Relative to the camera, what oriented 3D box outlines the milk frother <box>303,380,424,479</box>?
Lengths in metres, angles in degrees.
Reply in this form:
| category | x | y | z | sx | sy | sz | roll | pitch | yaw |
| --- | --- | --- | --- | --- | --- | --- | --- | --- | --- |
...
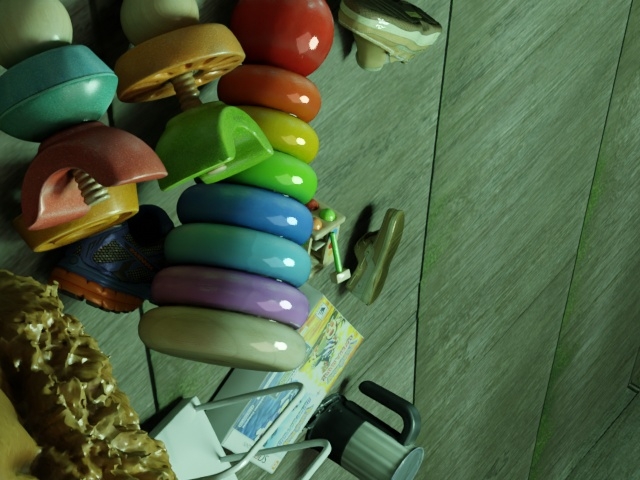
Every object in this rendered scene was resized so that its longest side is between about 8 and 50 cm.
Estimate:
| category | x | y | z | sx | sy | sz | roll | pitch | yaw |
| --- | --- | --- | --- | --- | --- | --- | --- | --- | --- |
| milk frother | 0.047 | 0.260 | 1.799 | 0.143 | 0.135 | 0.129 | -23 | 137 | -52 |

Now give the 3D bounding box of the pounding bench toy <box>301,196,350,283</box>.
| category | x | y | z | sx | sy | sz | roll | pitch | yaw |
| --- | --- | --- | --- | --- | --- | --- | --- | --- | --- |
| pounding bench toy | 0.000 | 0.000 | 1.467 | 0.052 | 0.083 | 0.065 | -35 | 147 | -42 |

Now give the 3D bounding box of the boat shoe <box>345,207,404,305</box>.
| category | x | y | z | sx | sy | sz | roll | pitch | yaw |
| --- | --- | --- | --- | --- | --- | --- | --- | --- | --- |
| boat shoe | 0.061 | 0.016 | 1.649 | 0.050 | 0.045 | 0.135 | -41 | 155 | -55 |

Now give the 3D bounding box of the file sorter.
| category | x | y | z | sx | sy | sz | roll | pitch | yaw |
| --- | --- | --- | --- | --- | --- | --- | --- | --- | --- |
| file sorter | -0.061 | 0.310 | 1.397 | 0.193 | 0.173 | 0.277 | -45 | 115 | -55 |

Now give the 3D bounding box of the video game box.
| category | x | y | z | sx | sy | sz | roll | pitch | yaw |
| --- | --- | --- | --- | --- | --- | --- | --- | --- | --- |
| video game box | -0.043 | 0.163 | 1.623 | 0.205 | 0.048 | 0.187 | -56 | 158 | -7 |

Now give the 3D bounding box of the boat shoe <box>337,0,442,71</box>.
| category | x | y | z | sx | sy | sz | roll | pitch | yaw |
| --- | --- | --- | --- | --- | --- | --- | --- | --- | --- |
| boat shoe | 0.062 | -0.199 | 1.385 | 0.072 | 0.068 | 0.190 | -54 | 158 | 18 |

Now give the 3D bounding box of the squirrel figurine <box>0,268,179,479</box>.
| category | x | y | z | sx | sy | sz | roll | pitch | yaw |
| --- | --- | --- | --- | --- | --- | --- | --- | --- | --- |
| squirrel figurine | -0.215 | 0.177 | 0.909 | 0.397 | 0.370 | 0.281 | -17 | 132 | -56 |

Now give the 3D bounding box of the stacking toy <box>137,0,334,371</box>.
| category | x | y | z | sx | sy | sz | roll | pitch | yaw |
| --- | --- | --- | --- | --- | --- | --- | --- | --- | --- |
| stacking toy | -0.058 | -0.062 | 1.171 | 0.141 | 0.141 | 0.330 | 33 | 64 | -66 |

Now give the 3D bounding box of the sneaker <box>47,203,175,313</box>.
| category | x | y | z | sx | sy | sz | roll | pitch | yaw |
| --- | --- | --- | --- | --- | --- | --- | --- | --- | --- |
| sneaker | -0.143 | 0.013 | 1.220 | 0.221 | 0.083 | 0.087 | 0 | 112 | -66 |

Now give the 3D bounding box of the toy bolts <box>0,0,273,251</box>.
| category | x | y | z | sx | sy | sz | roll | pitch | yaw |
| --- | --- | --- | --- | --- | --- | --- | --- | --- | --- |
| toy bolts | -0.177 | -0.097 | 1.021 | 0.218 | 0.158 | 0.228 | -23 | 177 | 20 |
